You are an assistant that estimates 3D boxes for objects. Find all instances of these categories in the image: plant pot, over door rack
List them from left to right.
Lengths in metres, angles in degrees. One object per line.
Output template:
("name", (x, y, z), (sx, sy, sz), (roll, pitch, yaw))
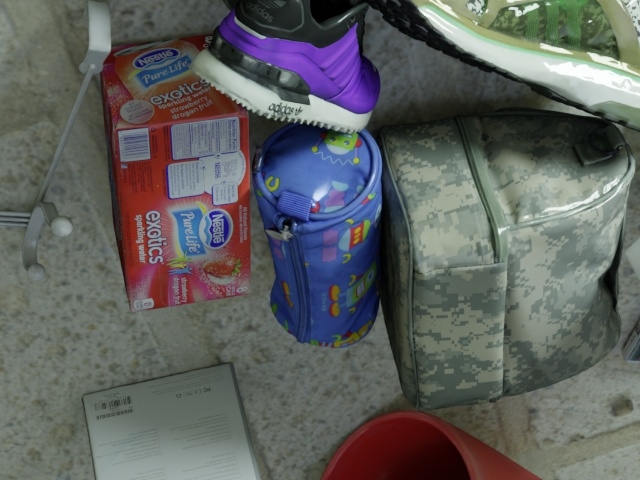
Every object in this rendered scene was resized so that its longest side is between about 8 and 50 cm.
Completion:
("over door rack", (-0.343, -0.081, 1.649), (0.239, 0.108, 0.324), (4, 134, -22))
("plant pot", (0.164, 0.363, 2.186), (0.243, 0.275, 0.275), (19, 128, -44))

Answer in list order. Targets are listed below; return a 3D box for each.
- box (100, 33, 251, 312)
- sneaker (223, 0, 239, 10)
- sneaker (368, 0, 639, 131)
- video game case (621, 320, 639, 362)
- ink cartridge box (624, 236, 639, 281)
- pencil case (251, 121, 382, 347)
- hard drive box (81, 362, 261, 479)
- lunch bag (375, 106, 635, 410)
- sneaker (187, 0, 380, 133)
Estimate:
("box", (-0.139, -0.063, 1.719), (0.128, 0.122, 0.257), (-8, 137, -9))
("sneaker", (-0.084, -0.302, 1.520), (0.106, 0.101, 0.267), (-32, 145, 2))
("sneaker", (0.201, -0.239, 1.670), (0.410, 0.158, 0.182), (19, 96, -31))
("video game case", (0.482, 0.087, 2.153), (0.190, 0.022, 0.173), (2, 134, -21))
("ink cartridge box", (0.473, 0.020, 1.714), (0.197, 0.198, 0.270), (38, 108, -24))
("pencil case", (0.000, 0.000, 1.783), (0.119, 0.133, 0.306), (27, 155, 16))
("hard drive box", (-0.159, 0.267, 1.983), (0.181, 0.232, 0.089), (-12, 138, -4))
("lunch bag", (0.194, 0.017, 1.841), (0.256, 0.212, 0.305), (-8, 137, -3))
("sneaker", (0.004, -0.184, 1.591), (0.146, 0.102, 0.293), (-60, 162, 14))
